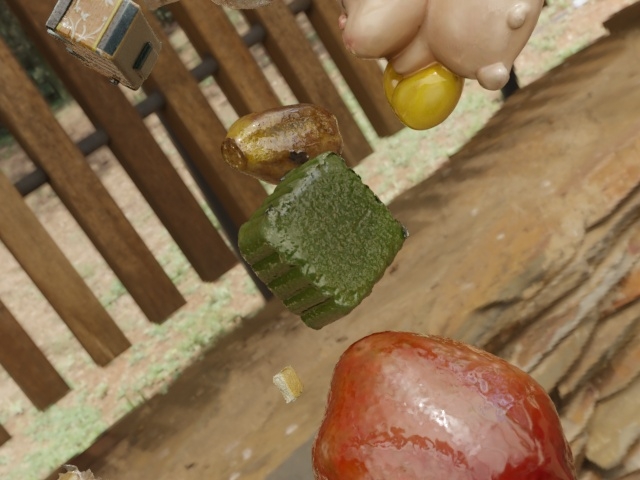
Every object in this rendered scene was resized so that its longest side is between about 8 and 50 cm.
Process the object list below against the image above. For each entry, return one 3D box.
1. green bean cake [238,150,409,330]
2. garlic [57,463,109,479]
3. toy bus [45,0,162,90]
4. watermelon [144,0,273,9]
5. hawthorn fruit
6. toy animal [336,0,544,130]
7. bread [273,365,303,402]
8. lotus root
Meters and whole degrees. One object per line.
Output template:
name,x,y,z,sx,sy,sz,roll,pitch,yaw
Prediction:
green bean cake,0.000,0.000,1.570,0.156,0.247,0.250,-28,19,53
garlic,-0.256,0.263,0.749,0.207,0.207,0.256,-55,-10,-53
toy bus,-0.431,-0.417,1.762,0.138,0.167,0.275,-62,0,-4
watermelon,-0.159,-0.421,1.140,0.193,0.231,0.310,8,19,25
hawthorn fruit,0.131,0.241,0.976,0.295,0.295,0.311,-38,21,-17
toy animal,0.119,-0.303,1.155,0.277,0.247,0.345,-67,20,9
bread,-0.070,0.315,1.904,0.035,0.070,0.083,-34,2,21
lotus root,-0.083,-0.207,1.920,0.291,0.193,0.193,-10,-3,-44
